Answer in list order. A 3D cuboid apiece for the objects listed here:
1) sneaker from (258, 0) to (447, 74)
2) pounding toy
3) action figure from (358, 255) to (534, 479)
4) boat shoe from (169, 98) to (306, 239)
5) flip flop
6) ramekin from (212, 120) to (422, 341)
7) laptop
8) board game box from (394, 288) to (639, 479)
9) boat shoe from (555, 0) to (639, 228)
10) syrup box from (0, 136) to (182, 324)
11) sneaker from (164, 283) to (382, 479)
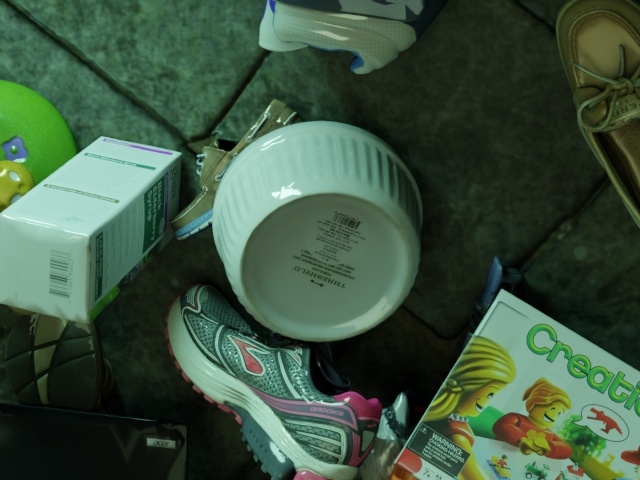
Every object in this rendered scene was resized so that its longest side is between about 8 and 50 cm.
[{"bbox_3d":[-0.029,-0.289,1.275,0.323,0.130,0.236,33,112,-5],"label":"sneaker"},{"bbox_3d":[-0.343,-0.048,1.426,0.183,0.110,0.237,8,90,-3],"label":"pounding toy"},{"bbox_3d":[0.191,0.204,1.393,0.330,0.178,0.341,8,115,3],"label":"action figure"},{"bbox_3d":[-0.088,-0.072,1.424,0.183,0.066,0.066,-38,92,16],"label":"boat shoe"},{"bbox_3d":[-0.269,0.166,1.567,0.112,0.080,0.277,3,127,16],"label":"flip flop"},{"bbox_3d":[0.000,0.000,1.361,0.207,0.109,0.207,-2,119,-4],"label":"ramekin"},{"bbox_3d":[-0.237,0.303,1.601,0.234,0.137,0.264,5,153,15],"label":"laptop"},{"bbox_3d":[0.247,0.205,1.309,0.305,0.053,0.193,31,88,10],"label":"board game box"},{"bbox_3d":[0.298,-0.094,1.282,0.104,0.089,0.285,-26,102,24],"label":"boat shoe"},{"bbox_3d":[-0.218,-0.016,1.382,0.096,0.237,0.093,12,115,13],"label":"syrup box"},{"bbox_3d":[-0.044,0.132,1.413,0.299,0.121,0.112,42,106,39],"label":"sneaker"}]
